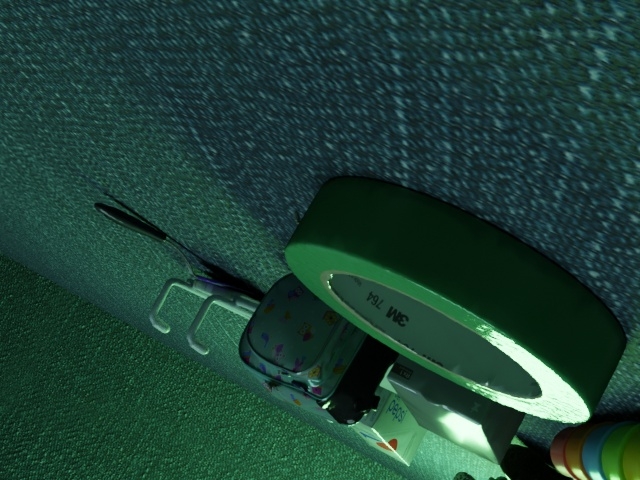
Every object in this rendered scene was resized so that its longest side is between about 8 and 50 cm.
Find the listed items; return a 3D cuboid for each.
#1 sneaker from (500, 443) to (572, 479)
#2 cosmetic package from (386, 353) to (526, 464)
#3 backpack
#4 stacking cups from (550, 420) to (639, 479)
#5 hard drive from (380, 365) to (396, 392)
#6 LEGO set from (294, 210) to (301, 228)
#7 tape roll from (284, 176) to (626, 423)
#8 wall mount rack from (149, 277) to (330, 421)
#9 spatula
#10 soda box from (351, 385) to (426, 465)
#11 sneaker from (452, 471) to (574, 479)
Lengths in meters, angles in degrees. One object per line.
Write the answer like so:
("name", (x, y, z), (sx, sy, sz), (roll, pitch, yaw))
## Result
("sneaker", (0.346, 0.387, 1.774), (0.188, 0.066, 0.071), (37, 167, -23))
("cosmetic package", (0.173, 0.184, 1.319), (0.127, 0.107, 0.238), (25, 163, 21))
("backpack", (-0.011, 0.122, 1.339), (0.188, 0.165, 0.144), (9, 154, 48))
("stacking cups", (0.344, 0.246, 1.216), (0.096, 0.096, 0.316), (30, 170, 0))
("hard drive", (0.098, 0.164, 1.536), (0.203, 0.040, 0.307), (20, 164, 38))
("LEGO set", (0.002, 0.000, 1.171), (0.083, 0.023, 0.054), (31, 167, -2))
("tape roll", (0.121, 0.060, 1.021), (0.321, 0.077, 0.321), (28, 167, 7))
("wall mount rack", (-0.117, 0.173, 1.836), (0.304, 0.130, 0.350), (29, 173, -26))
("spatula", (-0.237, 0.018, 1.744), (0.296, 0.030, 0.084), (36, 168, -25))
("soda box", (0.111, 0.311, 1.936), (0.091, 0.098, 0.286), (24, 165, 26))
("sneaker", (0.283, 0.425, 1.671), (0.182, 0.158, 0.410), (39, 140, 1))
